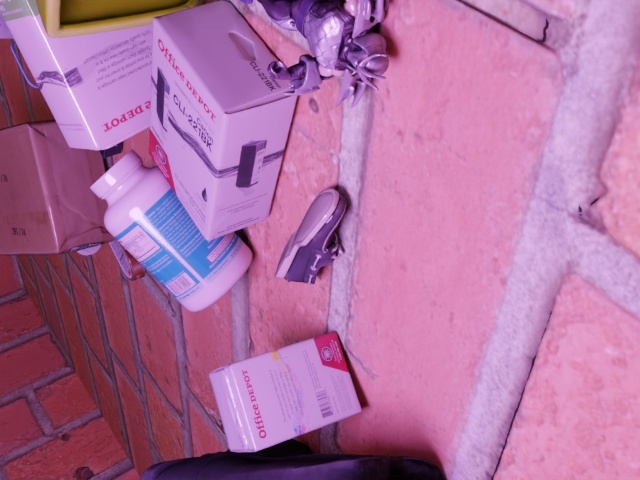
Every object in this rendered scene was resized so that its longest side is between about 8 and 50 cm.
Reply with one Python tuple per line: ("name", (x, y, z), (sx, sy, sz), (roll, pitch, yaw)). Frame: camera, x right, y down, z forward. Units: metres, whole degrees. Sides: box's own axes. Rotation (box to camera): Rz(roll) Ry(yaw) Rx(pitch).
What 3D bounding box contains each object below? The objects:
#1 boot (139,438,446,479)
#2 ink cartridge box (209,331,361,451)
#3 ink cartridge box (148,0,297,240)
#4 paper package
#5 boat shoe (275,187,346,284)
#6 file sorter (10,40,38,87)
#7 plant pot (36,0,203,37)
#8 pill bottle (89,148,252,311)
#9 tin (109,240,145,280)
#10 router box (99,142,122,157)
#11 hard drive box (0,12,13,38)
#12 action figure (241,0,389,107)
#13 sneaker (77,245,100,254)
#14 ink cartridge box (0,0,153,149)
("boot", (-0.002, 0.364, 1.154), (0.445, 0.367, 0.146), (-20, 76, 40))
("ink cartridge box", (-0.057, 0.227, 1.141), (0.127, 0.176, 0.128), (-33, 72, 62))
("ink cartridge box", (-0.148, -0.164, 1.080), (0.197, 0.114, 0.272), (53, 149, 24))
("paper package", (-0.658, -0.121, 1.802), (0.325, 0.168, 0.309), (-4, 100, 41))
("boat shoe", (0.000, 0.000, 1.036), (0.065, 0.075, 0.206), (23, 144, -11))
("file sorter", (-0.500, -0.384, 1.467), (0.170, 0.105, 0.118), (-35, 79, 39))
("plant pot", (-0.272, -0.424, 0.988), (0.207, 0.227, 0.228), (65, 151, 12))
("pill bottle", (-0.245, -0.021, 1.241), (0.264, 0.146, 0.146), (48, 155, -15))
("tin", (-0.489, 0.011, 1.885), (0.189, 0.040, 0.106), (61, 156, 8))
("router box", (-0.456, -0.277, 1.593), (0.133, 0.046, 0.179), (56, 150, 18))
("hard drive box", (-0.491, -0.375, 1.244), (0.181, 0.232, 0.089), (13, 110, 36))
("action figure", (-0.024, -0.253, 0.824), (0.285, 0.099, 0.185), (47, 138, 24))
("sneaker", (-0.641, -0.098, 2.008), (0.161, 0.102, 0.281), (-7, 96, 66))
("ink cartridge box", (-0.340, -0.300, 1.168), (0.115, 0.198, 0.272), (11, 129, 47))
